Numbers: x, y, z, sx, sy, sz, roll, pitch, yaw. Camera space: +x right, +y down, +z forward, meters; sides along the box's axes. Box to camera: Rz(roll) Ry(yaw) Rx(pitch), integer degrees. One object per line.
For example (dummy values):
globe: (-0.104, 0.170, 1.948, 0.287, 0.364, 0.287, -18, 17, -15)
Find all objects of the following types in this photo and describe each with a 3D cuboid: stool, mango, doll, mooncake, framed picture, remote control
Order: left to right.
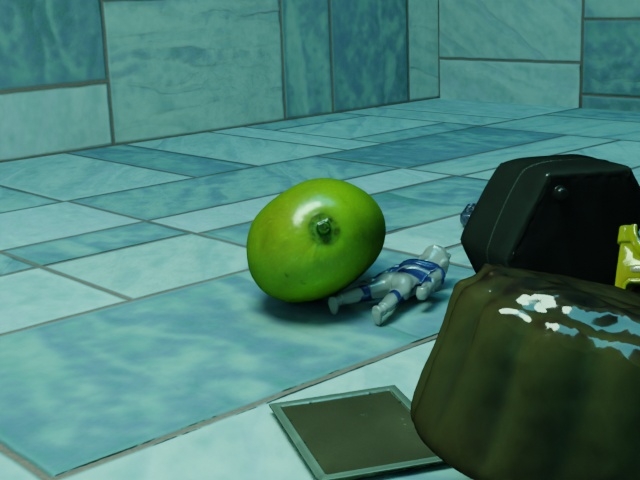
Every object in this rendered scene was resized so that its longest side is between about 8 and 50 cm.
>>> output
mango: (0.000, 0.000, 1.443, 0.192, 0.156, 0.343, -30, -6, 11)
framed picture: (0.039, 0.187, 0.995, 0.142, 0.011, 0.183, -6, 15, -16)
doll: (0.122, 0.059, 1.413, 0.114, 0.057, 0.227, 3, 22, 43)
remote control: (0.283, -0.049, 1.881, 0.043, 0.027, 0.152, -4, 11, 17)
stool: (0.306, 0.000, 1.289, 0.232, 0.232, 0.141, -7, 11, -17)
mooncake: (0.223, 0.120, 0.791, 0.290, 0.161, 0.290, 15, 3, -1)

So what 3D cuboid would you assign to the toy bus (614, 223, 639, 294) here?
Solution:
toy bus: (0.496, 0.055, 1.104, 0.331, 0.151, 0.145, 2, -23, 36)
